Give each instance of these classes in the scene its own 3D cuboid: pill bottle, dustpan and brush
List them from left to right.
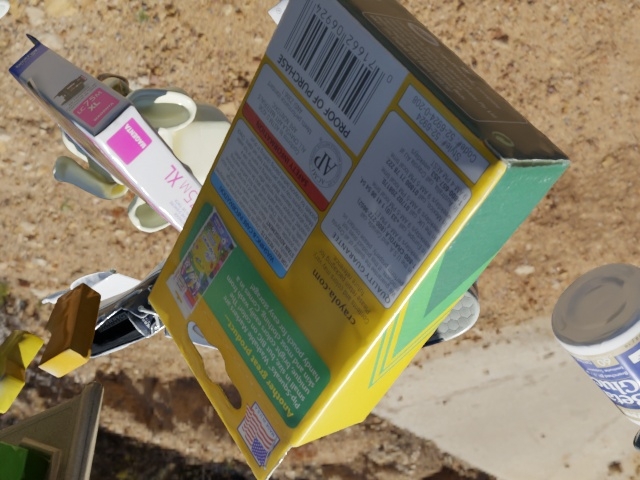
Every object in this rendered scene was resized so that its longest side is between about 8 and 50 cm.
[{"bbox_3d":[-0.493,0.104,1.616,0.211,0.060,0.147,-28,163,7],"label":"dustpan and brush"},{"bbox_3d":[0.289,0.107,0.677,0.094,0.094,0.169,-35,115,24],"label":"pill bottle"}]

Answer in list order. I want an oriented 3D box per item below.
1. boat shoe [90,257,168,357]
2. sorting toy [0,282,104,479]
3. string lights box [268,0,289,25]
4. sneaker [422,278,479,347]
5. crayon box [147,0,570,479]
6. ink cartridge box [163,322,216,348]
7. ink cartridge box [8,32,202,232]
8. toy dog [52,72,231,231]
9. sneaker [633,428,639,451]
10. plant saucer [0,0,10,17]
[{"bbox_3d":[-0.317,0.126,1.395,0.301,0.102,0.108,-25,120,9],"label":"boat shoe"},{"bbox_3d":[-0.226,0.172,0.479,0.229,0.307,0.041,-29,131,23],"label":"sorting toy"},{"bbox_3d":[0.048,-0.310,1.257,0.133,0.077,0.260,-30,105,25],"label":"string lights box"},{"bbox_3d":[0.071,0.066,0.842,0.226,0.163,0.086,-18,108,21],"label":"sneaker"},{"bbox_3d":[0.000,0.000,0.565,0.083,0.203,0.323,-7,139,-45],"label":"crayon box"},{"bbox_3d":[-0.123,0.136,1.230,0.154,0.093,0.212,8,173,27],"label":"ink cartridge box"},{"bbox_3d":[-0.259,-0.131,0.917,0.065,0.311,0.186,-45,136,-9],"label":"ink cartridge box"},{"bbox_3d":[-0.403,-0.244,1.672,0.395,0.408,0.285,-30,126,-39],"label":"toy dog"},{"bbox_3d":[0.397,0.227,0.907,0.083,0.031,0.035,-28,165,-27],"label":"sneaker"},{"bbox_3d":[-0.617,-0.374,1.214,0.400,0.400,0.100,-24,103,16],"label":"plant saucer"}]
